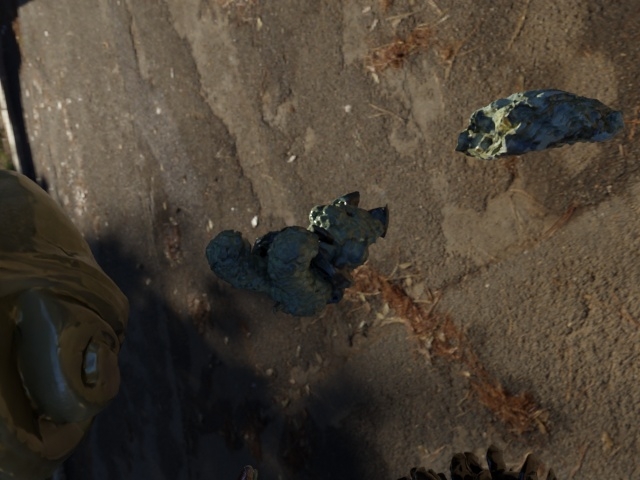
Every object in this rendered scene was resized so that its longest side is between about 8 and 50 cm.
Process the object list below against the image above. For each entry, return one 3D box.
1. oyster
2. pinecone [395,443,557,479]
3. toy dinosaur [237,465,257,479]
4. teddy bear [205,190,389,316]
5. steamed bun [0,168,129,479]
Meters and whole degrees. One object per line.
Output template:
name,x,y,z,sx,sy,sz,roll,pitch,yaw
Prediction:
oyster,0.164,-0.078,0.437,0.100,0.098,0.037,131,145,-65
pinecone,0.093,0.189,0.329,0.120,0.140,0.140,7,107,35
toy dinosaur,-0.093,0.346,0.514,0.053,0.242,0.167,14,150,19
teddy bear,-0.002,0.021,0.578,0.133,0.213,0.111,5,107,37
steamed bun,-0.326,0.128,0.556,0.352,0.247,0.339,-89,17,-61
